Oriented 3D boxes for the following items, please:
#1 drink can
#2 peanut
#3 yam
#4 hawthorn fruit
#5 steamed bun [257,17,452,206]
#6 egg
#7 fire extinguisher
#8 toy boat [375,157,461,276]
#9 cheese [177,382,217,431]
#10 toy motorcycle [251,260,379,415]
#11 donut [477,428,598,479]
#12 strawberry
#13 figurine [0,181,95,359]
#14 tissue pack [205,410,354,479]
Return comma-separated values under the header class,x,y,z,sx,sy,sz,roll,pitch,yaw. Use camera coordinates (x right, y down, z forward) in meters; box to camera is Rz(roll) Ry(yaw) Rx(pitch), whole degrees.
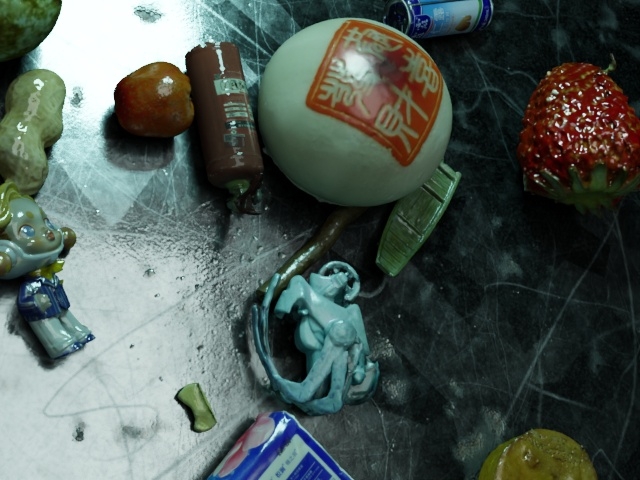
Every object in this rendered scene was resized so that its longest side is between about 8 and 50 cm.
class,x,y,z,sx,sy,sz,roll,pitch,yaw
drink can,0.256,-0.487,1.844,0.235,0.097,0.097,-15,81,-30
peanut,-0.475,-0.179,1.400,0.104,0.086,0.227,27,63,-36
yam,0.000,0.000,1.593,0.327,0.045,0.045,-44,128,-29
hawthorn fruit,-0.293,-0.243,1.485,0.138,0.133,0.133,-22,84,-26
steamed bun,0.078,-0.254,1.581,0.374,0.241,0.374,11,61,-21
egg,-0.534,-0.424,1.365,0.238,0.238,0.289,0,63,-26
fire extinguisher,-0.156,-0.190,1.520,0.106,0.147,0.337,-8,76,-26
toy boat,0.181,-0.044,1.687,0.093,0.055,0.293,41,61,-10
cheese,-0.204,0.277,1.415,0.044,0.030,0.083,-25,90,-9
toy motorcycle,-0.010,0.170,1.478,0.206,0.154,0.260,-8,78,-15
donut,0.400,0.492,1.587,0.278,0.108,0.277,8,70,-23
strawberry,0.556,-0.239,1.804,0.292,0.292,0.343,10,73,-23
figurine,-0.443,0.047,1.330,0.274,0.133,0.194,57,24,-26
tissue pack,-0.092,0.437,1.360,0.209,0.137,0.269,45,57,-6
